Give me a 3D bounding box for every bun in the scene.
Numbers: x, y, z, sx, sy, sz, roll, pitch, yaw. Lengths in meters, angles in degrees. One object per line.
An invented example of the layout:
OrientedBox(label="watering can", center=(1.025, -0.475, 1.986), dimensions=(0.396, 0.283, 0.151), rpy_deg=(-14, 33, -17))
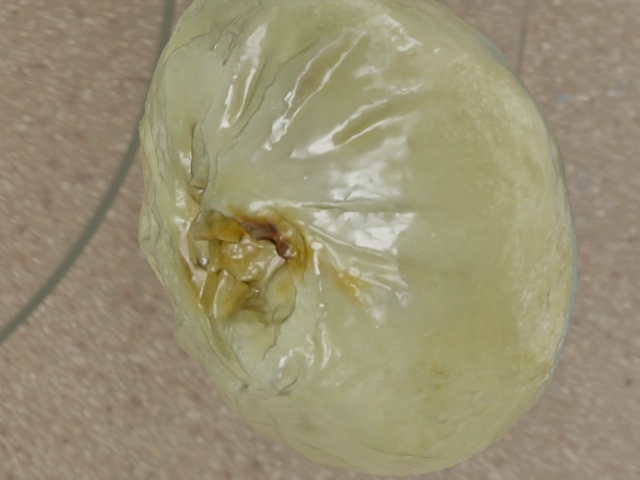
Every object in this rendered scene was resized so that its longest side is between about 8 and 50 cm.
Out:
OrientedBox(label="bun", center=(0.000, 0.000, 0.769), dimensions=(0.127, 0.222, 0.222), rpy_deg=(-39, 115, -52))
